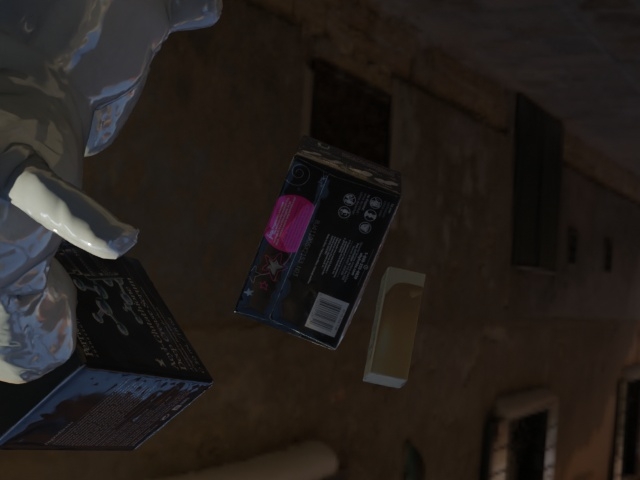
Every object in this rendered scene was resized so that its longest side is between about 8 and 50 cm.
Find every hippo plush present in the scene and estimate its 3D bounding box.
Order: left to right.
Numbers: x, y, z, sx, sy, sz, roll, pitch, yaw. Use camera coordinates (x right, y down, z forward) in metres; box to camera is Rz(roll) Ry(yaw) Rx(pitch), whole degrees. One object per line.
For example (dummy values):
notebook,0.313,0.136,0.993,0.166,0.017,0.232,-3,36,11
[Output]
hippo plush,-0.194,-0.087,0.526,0.234,0.237,0.294,23,153,-12

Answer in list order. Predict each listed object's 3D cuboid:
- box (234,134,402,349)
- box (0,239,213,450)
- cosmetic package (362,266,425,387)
box,0.000,0.000,1.427,0.163,0.247,0.142,21,-161,-3
box,-0.411,0.169,1.654,0.212,0.293,0.395,-41,157,11
cosmetic package,0.077,0.091,1.042,0.041,0.115,0.060,12,164,-1
